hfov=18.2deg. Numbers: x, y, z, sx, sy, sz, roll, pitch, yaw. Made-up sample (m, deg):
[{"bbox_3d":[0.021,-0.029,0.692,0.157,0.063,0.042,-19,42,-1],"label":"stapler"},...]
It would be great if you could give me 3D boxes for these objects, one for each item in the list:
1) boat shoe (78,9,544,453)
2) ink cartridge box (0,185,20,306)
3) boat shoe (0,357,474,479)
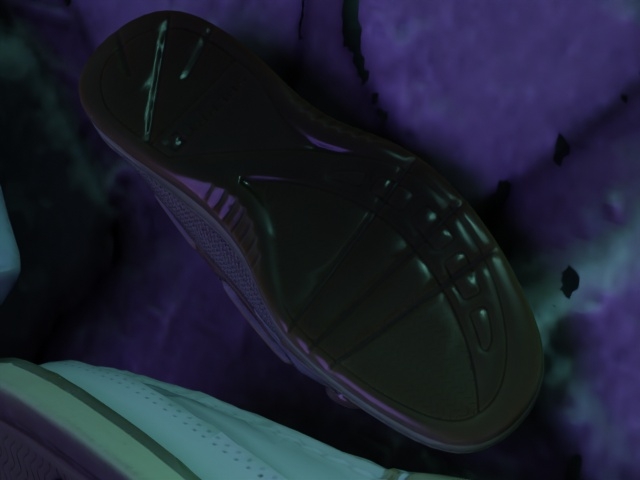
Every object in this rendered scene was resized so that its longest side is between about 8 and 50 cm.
[{"bbox_3d":[-0.002,0.001,0.503,0.056,0.048,0.153,-44,62,-13],"label":"boat shoe"},{"bbox_3d":[-0.241,-0.042,0.697,0.308,0.091,0.385,-51,43,35],"label":"ink cartridge box"},{"bbox_3d":[0.033,0.111,0.446,0.302,0.103,0.113,33,130,33],"label":"boat shoe"}]
